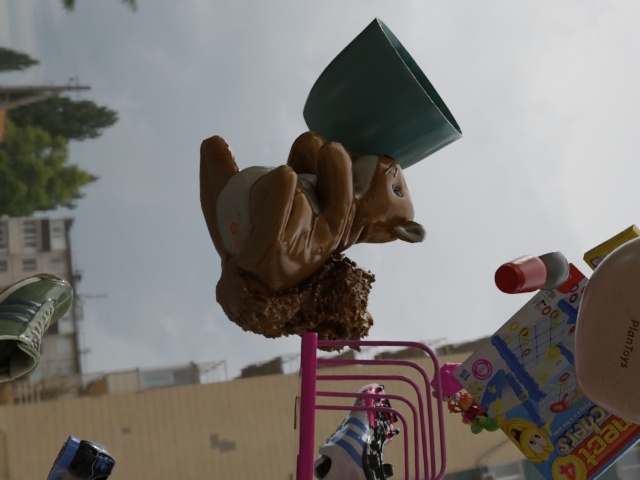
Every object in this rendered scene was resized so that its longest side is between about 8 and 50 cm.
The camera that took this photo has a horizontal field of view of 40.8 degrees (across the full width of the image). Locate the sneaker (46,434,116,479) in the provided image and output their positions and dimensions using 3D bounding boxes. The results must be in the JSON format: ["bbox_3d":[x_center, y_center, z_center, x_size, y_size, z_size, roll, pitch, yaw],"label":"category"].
[{"bbox_3d":[-0.412,0.392,1.484,0.232,0.090,0.081,-42,-156,63],"label":"sneaker"}]

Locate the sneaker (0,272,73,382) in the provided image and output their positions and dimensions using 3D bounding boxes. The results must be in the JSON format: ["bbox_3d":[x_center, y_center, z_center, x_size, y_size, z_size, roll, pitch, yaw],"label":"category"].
[{"bbox_3d":[-0.286,0.094,0.797,0.086,0.192,0.064,27,-62,22],"label":"sneaker"}]

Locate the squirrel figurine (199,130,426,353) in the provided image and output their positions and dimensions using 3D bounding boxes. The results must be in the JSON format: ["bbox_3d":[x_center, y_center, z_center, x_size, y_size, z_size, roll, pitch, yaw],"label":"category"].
[{"bbox_3d":[0.000,0.000,1.577,0.281,0.370,0.397,16,-74,53],"label":"squirrel figurine"}]

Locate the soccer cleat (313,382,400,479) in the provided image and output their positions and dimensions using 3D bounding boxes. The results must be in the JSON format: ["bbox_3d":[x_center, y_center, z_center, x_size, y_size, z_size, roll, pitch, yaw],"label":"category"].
[{"bbox_3d":[0.056,0.358,1.533,0.331,0.143,0.116,-64,132,-72],"label":"soccer cleat"}]

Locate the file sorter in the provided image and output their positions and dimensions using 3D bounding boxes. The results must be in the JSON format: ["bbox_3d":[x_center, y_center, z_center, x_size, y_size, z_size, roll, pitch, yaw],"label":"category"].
[{"bbox_3d":[0.056,0.275,1.172,0.290,0.182,0.202,97,-5,-61],"label":"file sorter"}]

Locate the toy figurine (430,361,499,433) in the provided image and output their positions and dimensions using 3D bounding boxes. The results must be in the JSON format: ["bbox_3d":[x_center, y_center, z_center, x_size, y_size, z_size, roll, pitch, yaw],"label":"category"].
[{"bbox_3d":[0.298,0.320,1.799,0.173,0.159,0.130,-54,-165,44],"label":"toy figurine"}]

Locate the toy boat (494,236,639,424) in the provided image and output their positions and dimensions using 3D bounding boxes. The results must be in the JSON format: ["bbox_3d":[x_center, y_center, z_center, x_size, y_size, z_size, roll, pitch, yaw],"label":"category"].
[{"bbox_3d":[0.405,0.091,1.206,0.318,0.148,0.267,28,-66,38],"label":"toy boat"}]

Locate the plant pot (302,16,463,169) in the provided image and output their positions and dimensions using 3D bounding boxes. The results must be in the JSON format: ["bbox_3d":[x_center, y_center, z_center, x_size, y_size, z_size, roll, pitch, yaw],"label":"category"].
[{"bbox_3d":[0.108,-0.260,1.735,0.235,0.293,0.293,-35,-128,16],"label":"plant pot"}]

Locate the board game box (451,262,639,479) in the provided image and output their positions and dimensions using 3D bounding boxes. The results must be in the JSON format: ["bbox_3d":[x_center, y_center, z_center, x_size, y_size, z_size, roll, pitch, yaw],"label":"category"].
[{"bbox_3d":[0.453,0.253,1.553,0.308,0.086,0.302,-45,-114,7],"label":"board game box"}]

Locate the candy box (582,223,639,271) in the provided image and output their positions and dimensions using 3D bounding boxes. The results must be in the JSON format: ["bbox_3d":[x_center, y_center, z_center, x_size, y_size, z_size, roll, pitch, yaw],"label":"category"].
[{"bbox_3d":[0.547,0.075,1.438,0.206,0.027,0.105,46,-52,-6],"label":"candy box"}]
